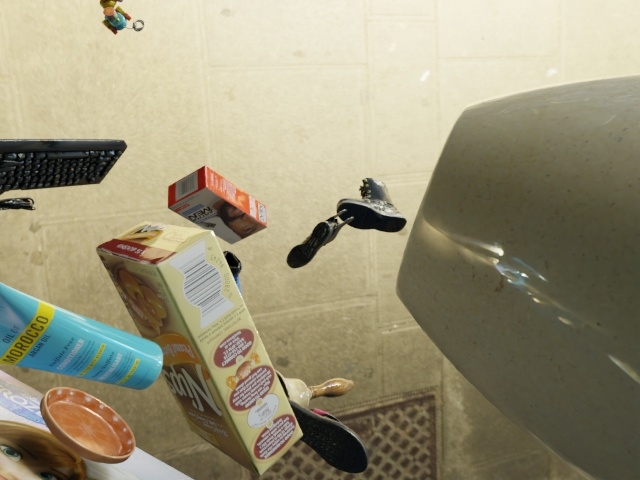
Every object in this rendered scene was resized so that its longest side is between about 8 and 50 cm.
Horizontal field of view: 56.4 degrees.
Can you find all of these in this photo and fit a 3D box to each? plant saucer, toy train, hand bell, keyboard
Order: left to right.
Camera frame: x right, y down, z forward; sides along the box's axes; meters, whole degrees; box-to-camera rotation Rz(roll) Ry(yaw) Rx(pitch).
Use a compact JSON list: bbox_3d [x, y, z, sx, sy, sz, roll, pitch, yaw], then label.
[{"bbox_3d":[-0.462,-0.090,0.909,0.317,0.201,0.033,-15,73,-58],"label":"keyboard"},{"bbox_3d":[-0.186,0.149,0.477,0.083,0.083,0.013,38,90,-22],"label":"plant saucer"},{"bbox_3d":[-0.469,-0.571,1.412,0.125,0.046,0.166,-10,72,8],"label":"toy train"},{"bbox_3d":[-0.017,0.309,1.204,0.242,0.126,0.126,5,97,-46],"label":"hand bell"}]

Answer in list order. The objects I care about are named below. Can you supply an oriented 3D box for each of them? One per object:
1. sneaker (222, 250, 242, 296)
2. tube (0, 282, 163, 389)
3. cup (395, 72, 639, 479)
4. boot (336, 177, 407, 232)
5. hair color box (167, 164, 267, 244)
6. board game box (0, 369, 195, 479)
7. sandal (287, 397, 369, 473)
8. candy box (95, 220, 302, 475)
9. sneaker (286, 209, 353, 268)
[{"bbox_3d":[-0.231,0.100,1.537,0.058,0.084,0.152,-8,74,-25],"label":"sneaker"},{"bbox_3d":[-0.243,0.097,0.567,0.080,0.052,0.207,-55,140,1],"label":"tube"},{"bbox_3d":[0.198,0.010,0.470,0.236,0.331,0.331,20,90,13],"label":"cup"},{"bbox_3d":[0.133,-0.117,1.786,0.236,0.179,0.085,12,129,-28],"label":"boot"},{"bbox_3d":[-0.183,-0.060,1.078,0.167,0.093,0.053,33,41,-48],"label":"hair color box"},{"bbox_3d":[-0.208,0.212,0.420,0.318,0.318,0.066,29,89,1],"label":"board game box"},{"bbox_3d":[-0.001,0.285,0.906,0.179,0.040,0.067,26,107,19],"label":"sandal"},{"bbox_3d":[-0.157,0.135,0.781,0.087,0.182,0.317,-34,116,-32],"label":"candy box"},{"bbox_3d":[-0.002,-0.002,1.372,0.051,0.089,0.170,47,112,10],"label":"sneaker"}]
